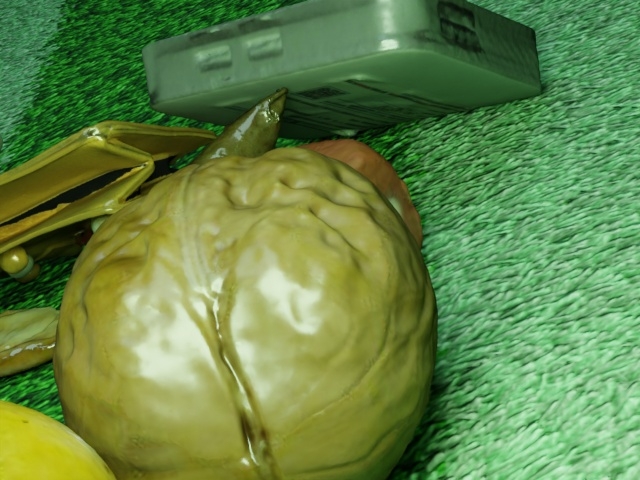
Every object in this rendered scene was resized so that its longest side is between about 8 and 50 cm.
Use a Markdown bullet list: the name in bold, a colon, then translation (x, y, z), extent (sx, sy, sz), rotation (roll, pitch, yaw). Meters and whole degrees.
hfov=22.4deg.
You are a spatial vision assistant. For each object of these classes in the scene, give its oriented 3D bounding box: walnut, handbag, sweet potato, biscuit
- **walnut**: translation (-0.067, 0.090, 1.494), extent (0.354, 0.308, 0.398), rotation (-9, 33, 5)
- **handbag**: translation (-0.335, -0.030, 2.069), extent (0.401, 0.133, 0.283), rotation (-24, -1, 28)
- **sweet potato**: translation (-0.160, -0.005, 1.810), extent (0.130, 0.130, 0.422), rotation (2, 46, 44)
- **biscuit**: translation (-0.423, 0.135, 2.040), extent (0.299, 0.045, 0.154), rotation (-3, 31, 37)

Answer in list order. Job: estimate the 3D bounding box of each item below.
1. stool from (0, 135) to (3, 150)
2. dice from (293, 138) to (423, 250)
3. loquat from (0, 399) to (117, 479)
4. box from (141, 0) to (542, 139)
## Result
- **stool**: translation (-0.565, -0.050, 2.344), extent (0.195, 0.195, 0.198), rotation (13, 43, 25)
- **dice**: translation (0.000, 0.000, 1.774), extent (0.174, 0.175, 0.179), rotation (-2, 30, 41)
- **loquat**: translation (-0.268, 0.293, 1.311), extent (0.359, 0.328, 0.328), rotation (14, 10, -26)
- **box**: translation (0.032, -0.215, 2.019), extent (0.397, 0.111, 0.396), rotation (-9, -9, 30)
